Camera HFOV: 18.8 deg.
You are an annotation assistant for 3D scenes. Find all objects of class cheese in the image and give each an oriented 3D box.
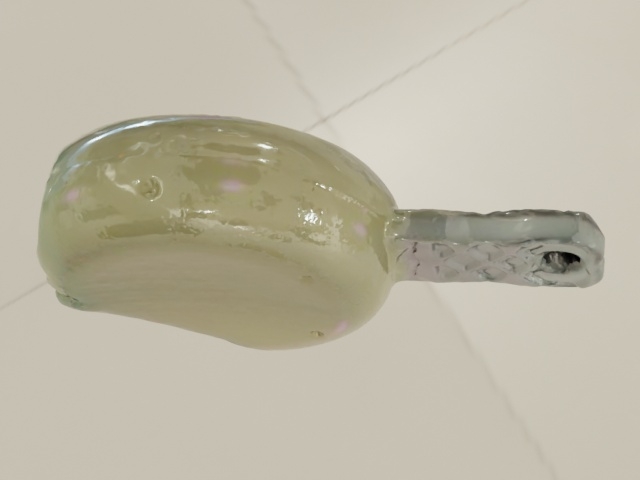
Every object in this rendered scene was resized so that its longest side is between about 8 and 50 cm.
[{"bbox_3d":[-0.002,0.003,0.602,0.171,0.092,0.047,10,65,-8],"label":"cheese"}]
